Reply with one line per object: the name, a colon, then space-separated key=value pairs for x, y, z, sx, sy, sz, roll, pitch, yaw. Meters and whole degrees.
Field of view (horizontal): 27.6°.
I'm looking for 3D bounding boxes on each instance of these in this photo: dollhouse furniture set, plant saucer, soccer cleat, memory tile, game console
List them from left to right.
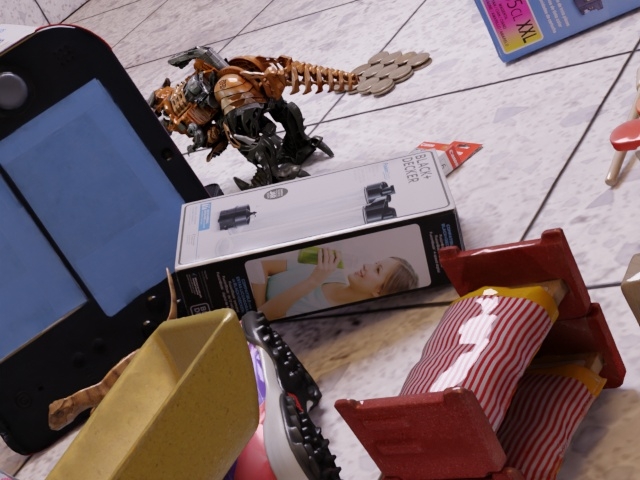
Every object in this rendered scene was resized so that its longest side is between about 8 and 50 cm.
game console: x=-0.298 y=-0.009 z=1.440 sx=0.342 sy=0.386 sz=0.060 roll=-36 pitch=9 yaw=-18
plant saucer: x=-0.171 y=0.216 z=1.048 sx=0.332 sy=0.081 sz=0.333 roll=-54 pitch=10 yaw=-14
soccer cleat: x=-0.062 y=0.165 z=1.174 sx=0.116 sy=0.108 sz=0.318 roll=-36 pitch=24 yaw=6
memory tile: x=0.091 y=-0.251 z=1.953 sx=0.113 sy=0.012 sz=0.148 roll=-38 pitch=24 yaw=-20
dollhouse furniture set: x=0.227 y=0.091 z=0.912 sx=0.374 sy=0.152 sz=0.201 roll=-12 pitch=28 yaw=38

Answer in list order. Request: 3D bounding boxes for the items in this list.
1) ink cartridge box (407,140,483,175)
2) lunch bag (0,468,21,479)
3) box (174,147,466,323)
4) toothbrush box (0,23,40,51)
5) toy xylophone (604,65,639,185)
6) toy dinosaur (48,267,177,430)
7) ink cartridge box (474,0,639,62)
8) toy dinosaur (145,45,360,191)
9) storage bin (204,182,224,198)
ink cartridge box: x=0.134 y=-0.096 z=1.570 sx=0.115 sy=0.029 sz=0.063 roll=-38 pitch=25 yaw=-20
lunch bag: x=-0.294 y=0.244 z=1.127 sx=0.071 sy=0.053 sz=0.083 roll=-56 pitch=12 yaw=14
box: x=0.000 y=0.000 z=1.370 sx=0.290 sy=0.087 sz=0.169 roll=-12 pitch=25 yaw=4
toothbrush box: x=-0.336 y=-0.115 z=1.602 sx=0.122 sy=0.283 sz=0.206 roll=-36 pitch=25 yaw=-18
toy xylophone: x=0.396 y=-0.154 z=1.310 sx=0.236 sy=0.081 sz=0.322 roll=-13 pitch=33 yaw=34
toy dinosaur: x=-0.185 y=0.135 z=1.349 sx=0.064 sy=0.112 sz=0.211 roll=-1 pitch=35 yaw=48
ink cartridge box: x=0.401 y=-0.423 z=1.785 sx=0.395 sy=0.151 sz=0.270 roll=-22 pitch=25 yaw=18
toy dinosaur: x=-0.098 y=-0.167 z=1.733 sx=0.164 sy=0.218 sz=0.322 roll=-41 pitch=26 yaw=-28
storage bin: x=-0.192 y=0.014 z=1.640 sx=0.180 sy=0.084 sz=0.122 roll=-22 pitch=24 yaw=13
